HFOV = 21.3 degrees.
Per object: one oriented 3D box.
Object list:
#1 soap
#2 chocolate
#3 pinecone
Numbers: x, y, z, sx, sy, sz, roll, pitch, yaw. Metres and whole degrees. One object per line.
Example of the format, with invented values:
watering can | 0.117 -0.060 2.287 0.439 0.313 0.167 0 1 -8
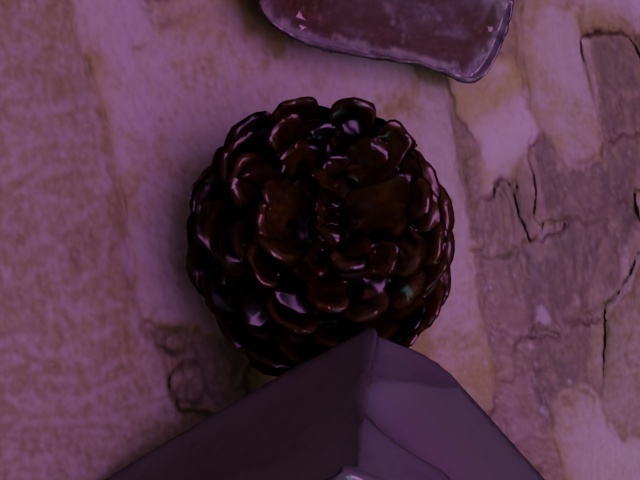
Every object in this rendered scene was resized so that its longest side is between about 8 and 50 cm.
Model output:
soap | 0.049 0.318 1.274 0.350 0.213 0.435 -36 111 20
chocolate | 0.047 -0.234 1.464 0.254 0.080 0.157 10 98 -30
pinecone | 0.000 0.000 1.332 0.224 0.272 0.224 0 85 1
